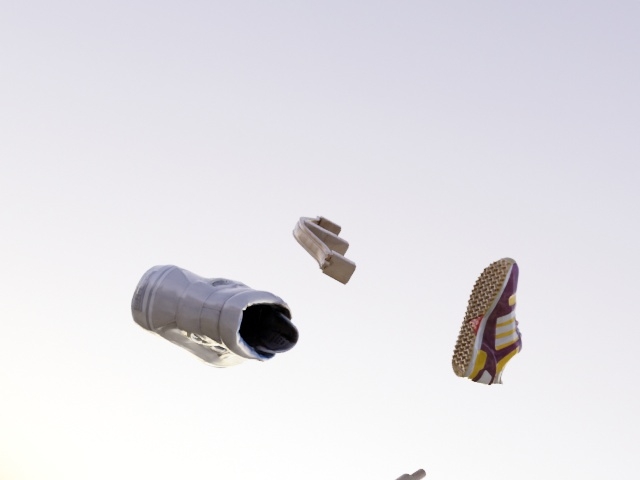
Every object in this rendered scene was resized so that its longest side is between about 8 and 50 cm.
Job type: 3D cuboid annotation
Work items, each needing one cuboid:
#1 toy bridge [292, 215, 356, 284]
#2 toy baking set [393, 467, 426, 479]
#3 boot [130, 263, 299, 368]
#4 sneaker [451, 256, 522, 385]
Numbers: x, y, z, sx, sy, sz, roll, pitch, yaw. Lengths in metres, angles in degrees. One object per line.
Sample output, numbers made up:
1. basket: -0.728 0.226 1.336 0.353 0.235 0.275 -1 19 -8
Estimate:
1. toy bridge: 0.000 0.000 0.877 0.063 0.026 0.188 29 11 -10
2. toy baking set: 0.097 0.449 1.273 0.030 0.256 0.196 43 -51 26
3. boot: -0.077 0.095 0.805 0.123 0.095 0.258 15 -8 23
4. sneaker: 0.253 0.116 1.115 0.084 0.185 0.069 18 9 -19
